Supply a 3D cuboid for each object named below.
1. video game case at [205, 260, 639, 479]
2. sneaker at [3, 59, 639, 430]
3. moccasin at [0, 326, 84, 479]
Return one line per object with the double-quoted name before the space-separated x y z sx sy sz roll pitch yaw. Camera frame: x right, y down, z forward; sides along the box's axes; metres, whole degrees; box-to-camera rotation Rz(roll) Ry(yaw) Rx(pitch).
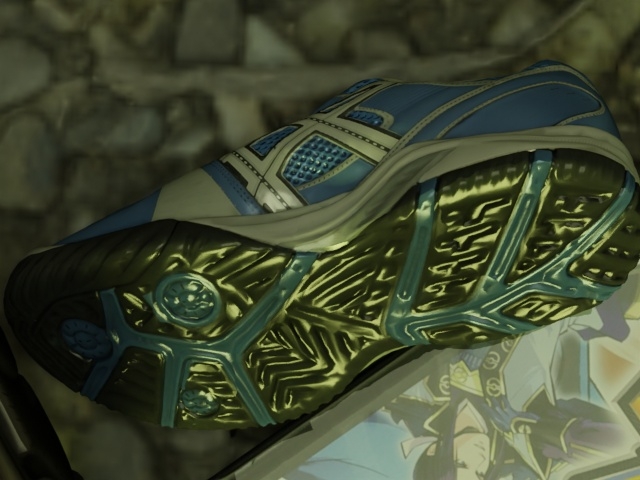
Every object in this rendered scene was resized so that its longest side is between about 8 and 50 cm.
"video game case" 0.092 0.155 0.634 0.248 0.035 0.275 -35 88 1
"sneaker" 0.000 0.000 0.629 0.211 0.081 0.080 -12 126 15
"moccasin" -0.200 -0.021 0.601 0.147 0.139 0.380 -26 90 -4
